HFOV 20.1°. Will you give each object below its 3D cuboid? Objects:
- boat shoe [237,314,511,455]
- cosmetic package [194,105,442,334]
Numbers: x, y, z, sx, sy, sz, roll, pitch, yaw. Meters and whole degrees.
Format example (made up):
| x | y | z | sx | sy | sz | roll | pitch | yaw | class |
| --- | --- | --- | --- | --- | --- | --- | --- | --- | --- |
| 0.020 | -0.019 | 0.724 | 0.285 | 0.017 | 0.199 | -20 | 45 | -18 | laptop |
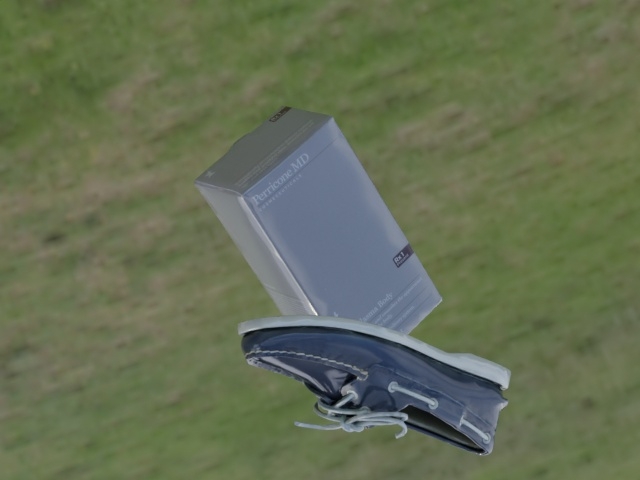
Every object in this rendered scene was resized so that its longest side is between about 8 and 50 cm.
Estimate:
| x | y | z | sx | sy | sz | roll | pitch | yaw | class |
| --- | --- | --- | --- | --- | --- | --- | --- | --- | --- |
| 0.042 | 0.113 | 1.400 | 0.254 | 0.079 | 0.095 | 18 | 164 | -39 | boat shoe |
| 0.000 | 0.000 | 1.735 | 0.127 | 0.238 | 0.107 | -44 | -148 | -18 | cosmetic package |
